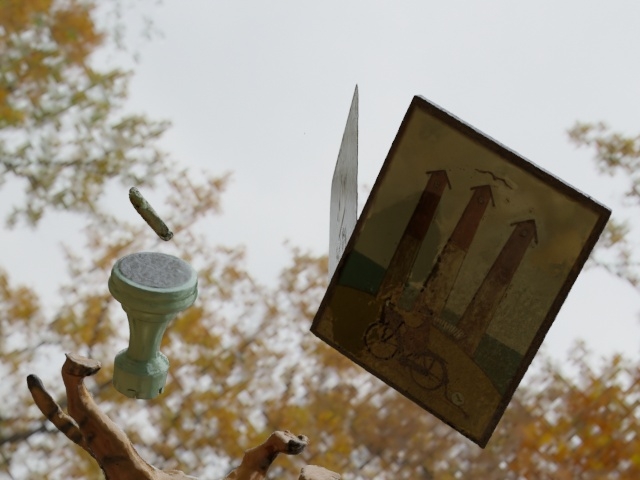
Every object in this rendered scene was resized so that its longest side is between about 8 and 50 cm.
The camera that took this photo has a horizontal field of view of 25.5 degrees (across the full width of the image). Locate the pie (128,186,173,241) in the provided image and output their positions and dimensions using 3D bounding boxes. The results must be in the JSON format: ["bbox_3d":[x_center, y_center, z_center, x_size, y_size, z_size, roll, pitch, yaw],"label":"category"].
[{"bbox_3d":[-0.214,-0.032,1.763,0.084,0.020,0.084,50,-5,7],"label":"pie"}]

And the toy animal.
[{"bbox_3d":[-0.081,0.147,0.787,0.255,0.114,0.116,32,-77,40],"label":"toy animal"}]

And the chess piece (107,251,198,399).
[{"bbox_3d":[-0.130,0.067,1.065,0.067,0.067,0.103,29,-59,33],"label":"chess piece"}]

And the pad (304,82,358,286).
[{"bbox_3d":[0.001,0.001,1.840,0.375,0.063,0.315,103,-12,-69],"label":"pad"}]

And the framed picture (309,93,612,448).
[{"bbox_3d":[0.140,0.038,1.521,0.244,0.013,0.324,33,-60,17],"label":"framed picture"}]
